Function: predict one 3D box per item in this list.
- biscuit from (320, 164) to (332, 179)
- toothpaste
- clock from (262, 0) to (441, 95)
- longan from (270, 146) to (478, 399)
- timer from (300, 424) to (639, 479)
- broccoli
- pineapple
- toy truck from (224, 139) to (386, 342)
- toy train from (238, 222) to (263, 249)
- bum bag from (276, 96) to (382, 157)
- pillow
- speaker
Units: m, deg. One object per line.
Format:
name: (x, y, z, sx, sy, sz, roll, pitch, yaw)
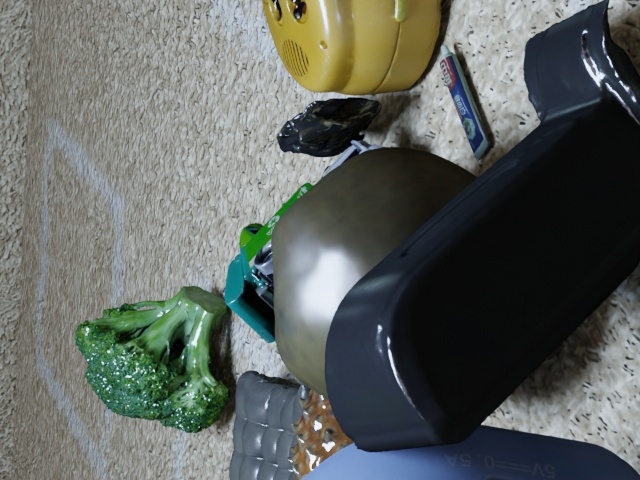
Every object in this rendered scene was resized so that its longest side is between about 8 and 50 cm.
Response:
biscuit: (-0.008, -0.005, 1.931, 0.192, 0.049, 0.192, -156, 90, -85)
toothpaste: (0.153, -0.152, 1.660, 0.037, 0.021, 0.140, 118, 140, -56)
clock: (0.024, -0.319, 1.755, 0.244, 0.200, 0.317, -152, 54, -66)
longan: (0.078, 0.046, 1.557, 0.350, 0.288, 0.288, 166, 101, -77)
timer: (0.097, 0.341, 1.374, 0.173, 0.395, 0.395, -90, 12, -56)
broccoli: (-0.245, 0.177, 2.385, 0.241, 0.261, 0.269, -58, -5, 17)
pineapple: (0.050, 0.168, 1.782, 0.175, 0.175, 0.361, 128, 150, -56)
toy truck: (0.000, 0.000, 1.769, 0.253, 0.114, 0.124, -47, 27, -4)
toy train: (-0.077, 0.016, 2.170, 0.209, 0.042, 0.044, -150, 61, -62)
bum bag: (0.010, -0.132, 1.822, 0.248, 0.102, 0.069, -156, 62, -81)
pillow: (-0.038, 0.286, 2.007, 0.326, 0.101, 0.228, 177, 100, -71)
speaker: (0.144, -0.010, 1.306, 0.184, 0.388, 0.180, 51, 156, -7)
